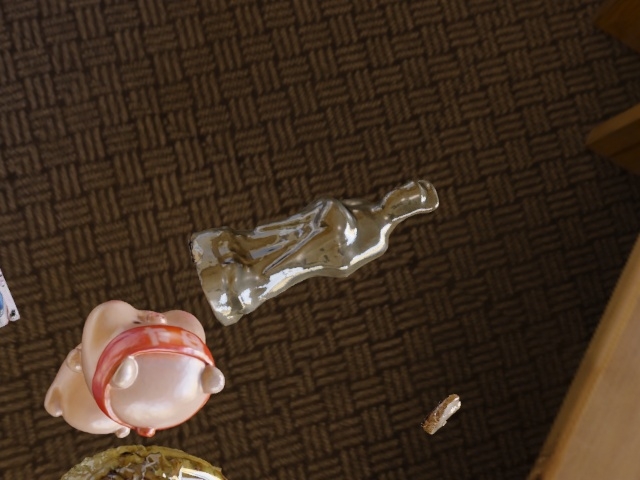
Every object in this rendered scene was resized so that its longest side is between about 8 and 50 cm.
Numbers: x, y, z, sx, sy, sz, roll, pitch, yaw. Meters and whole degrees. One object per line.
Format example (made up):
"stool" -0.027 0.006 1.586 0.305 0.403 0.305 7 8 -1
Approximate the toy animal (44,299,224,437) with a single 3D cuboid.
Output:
"toy animal" -0.222 0.156 1.086 0.171 0.198 0.171 18 62 -37

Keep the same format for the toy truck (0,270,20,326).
"toy truck" -0.356 0.036 0.604 0.268 0.124 0.155 -25 75 -18

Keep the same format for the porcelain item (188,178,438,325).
"porcelain item" 0.000 0.000 0.779 0.216 0.069 0.081 -20 42 0

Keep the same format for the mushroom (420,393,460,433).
"mushroom" 0.145 0.209 1.096 0.049 0.101 0.019 -33 70 -22

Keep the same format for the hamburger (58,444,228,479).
"hamburger" -0.135 0.330 0.787 0.318 0.195 0.276 31 80 -38
